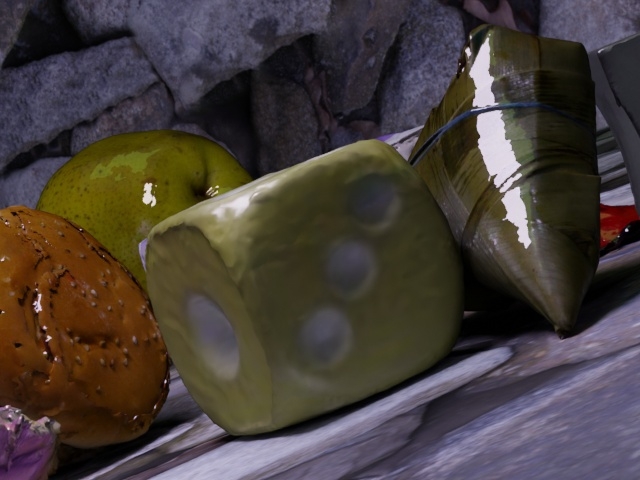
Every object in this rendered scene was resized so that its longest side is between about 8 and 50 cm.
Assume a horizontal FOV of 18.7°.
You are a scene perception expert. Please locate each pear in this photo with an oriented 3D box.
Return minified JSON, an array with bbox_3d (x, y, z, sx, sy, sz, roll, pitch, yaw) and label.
[{"bbox_3d":[-0.197,0.006,2.297,0.294,0.294,0.294,-21,3,1],"label":"pear"}]

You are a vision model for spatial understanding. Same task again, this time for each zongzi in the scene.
[{"bbox_3d":[0.126,0.019,1.422,0.125,0.274,0.251,7,-39,-13],"label":"zongzi"}]

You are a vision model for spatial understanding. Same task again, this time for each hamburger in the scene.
[{"bbox_3d":[-0.257,0.093,1.599,0.211,0.260,0.245,-32,40,32],"label":"hamburger"}]

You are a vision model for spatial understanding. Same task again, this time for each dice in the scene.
[{"bbox_3d":[-0.011,0.033,1.380,0.169,0.166,0.169,-23,4,-28],"label":"dice"}]

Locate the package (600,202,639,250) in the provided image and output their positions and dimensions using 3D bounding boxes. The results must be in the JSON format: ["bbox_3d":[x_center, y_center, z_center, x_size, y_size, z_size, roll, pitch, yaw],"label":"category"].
[{"bbox_3d":[0.192,-0.011,1.693,0.269,0.071,0.194,-25,27,-39],"label":"package"}]

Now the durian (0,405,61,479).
[{"bbox_3d":[-0.270,0.170,1.246,0.191,0.112,0.341,-10,-2,-1],"label":"durian"}]

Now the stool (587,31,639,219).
[{"bbox_3d":[0.353,-0.116,1.485,0.270,0.170,0.243,-21,2,6],"label":"stool"}]

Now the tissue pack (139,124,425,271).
[{"bbox_3d":[0.000,0.000,1.966,0.242,0.160,0.338,-24,3,-31],"label":"tissue pack"}]
